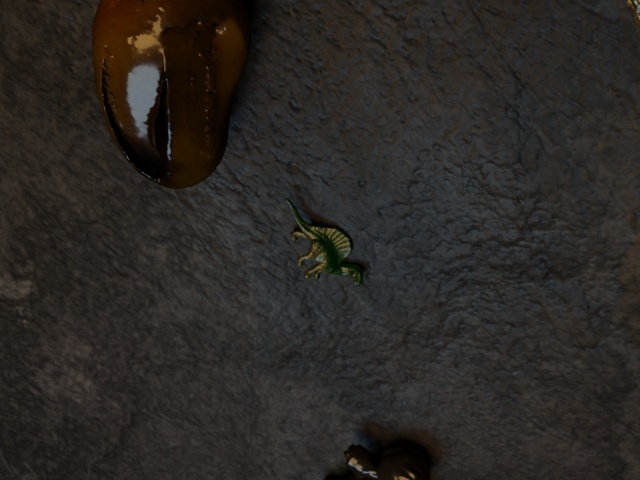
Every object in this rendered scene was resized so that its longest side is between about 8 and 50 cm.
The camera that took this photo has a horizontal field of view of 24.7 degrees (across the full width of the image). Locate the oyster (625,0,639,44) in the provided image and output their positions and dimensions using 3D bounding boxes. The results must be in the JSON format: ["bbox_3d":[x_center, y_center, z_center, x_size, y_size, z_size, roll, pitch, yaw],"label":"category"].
[{"bbox_3d":[0.302,-0.231,1.181,0.122,0.045,0.146,-1,95,41],"label":"oyster"}]

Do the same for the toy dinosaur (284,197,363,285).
[{"bbox_3d":[0.000,0.001,1.532,0.060,0.029,0.119,-21,108,19],"label":"toy dinosaur"}]

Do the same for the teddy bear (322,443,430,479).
[{"bbox_3d":[0.058,0.292,1.680,0.119,0.078,0.160,44,132,-4],"label":"teddy bear"}]

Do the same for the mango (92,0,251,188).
[{"bbox_3d":[-0.138,-0.161,1.399,0.156,0.151,0.248,-15,131,-8],"label":"mango"}]
